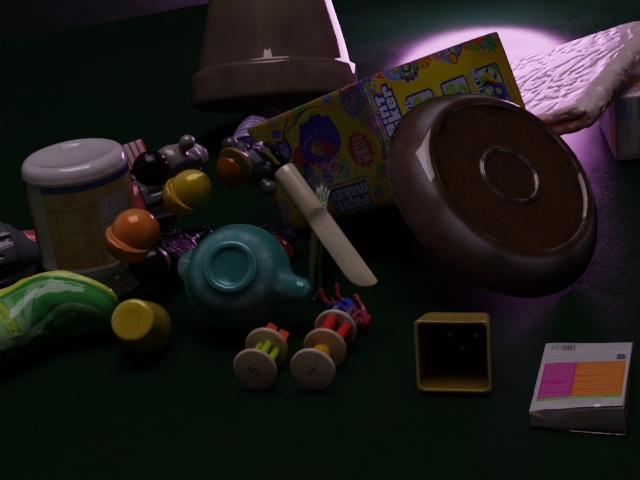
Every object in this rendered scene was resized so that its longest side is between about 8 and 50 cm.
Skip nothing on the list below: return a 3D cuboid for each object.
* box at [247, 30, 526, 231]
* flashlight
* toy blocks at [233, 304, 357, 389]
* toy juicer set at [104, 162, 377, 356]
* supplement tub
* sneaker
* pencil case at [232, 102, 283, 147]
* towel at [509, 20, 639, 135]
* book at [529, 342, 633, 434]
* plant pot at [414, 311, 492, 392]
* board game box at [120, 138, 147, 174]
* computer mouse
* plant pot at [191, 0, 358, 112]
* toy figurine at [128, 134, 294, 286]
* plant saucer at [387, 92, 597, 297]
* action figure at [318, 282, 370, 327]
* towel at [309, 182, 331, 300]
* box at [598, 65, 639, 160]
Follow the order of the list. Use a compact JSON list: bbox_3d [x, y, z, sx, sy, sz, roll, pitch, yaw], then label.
[{"bbox_3d":[0.102,-0.153,1.634,0.279,0.177,0.290,-25,7,-36],"label":"box"},{"bbox_3d":[-0.373,-0.021,1.667,0.304,0.103,0.103,-18,24,-25],"label":"flashlight"},{"bbox_3d":[-0.023,0.117,1.311,0.123,0.054,0.148,-1,22,17],"label":"toy blocks"},{"bbox_3d":[-0.110,0.008,1.380,0.329,0.209,0.089,-15,-17,3],"label":"toy juicer set"},{"bbox_3d":[-0.325,-0.028,1.544,0.144,0.199,0.144,-5,24,2],"label":"supplement tub"},{"bbox_3d":[-0.396,0.118,1.385,0.295,0.109,0.123,-9,49,-12],"label":"sneaker"},{"bbox_3d":[-0.111,-0.178,1.990,0.086,0.088,0.206,-45,11,24],"label":"pencil case"},{"bbox_3d":[0.375,-0.245,1.855,0.317,0.053,0.332,-13,26,43],"label":"towel"},{"bbox_3d":[0.277,0.150,1.179,0.096,0.035,0.144,-1,23,20],"label":"book"},{"bbox_3d":[0.152,0.117,1.237,0.081,0.081,0.083,-1,12,14],"label":"plant pot"},{"bbox_3d":[-0.365,-0.087,1.764,0.147,0.045,0.193,-22,-7,-29],"label":"board game box"},{"bbox_3d":[-0.139,0.003,1.639,0.242,0.041,0.071,1,15,34],"label":"computer mouse"},{"bbox_3d":[-0.093,-0.395,2.106,0.323,0.280,0.323,-4,2,0],"label":"plant pot"},{"bbox_3d":[-0.152,-0.036,1.498,0.213,0.209,0.148,6,13,26],"label":"toy figurine"},{"bbox_3d":[0.235,-0.073,1.434,0.311,0.050,0.310,12,57,-19],"label":"plant saucer"},{"bbox_3d":[0.033,0.084,1.406,0.038,0.030,0.115,-11,25,-22],"label":"action figure"},{"bbox_3d":[0.000,0.000,1.504,0.023,0.113,0.152,4,25,-3],"label":"towel"},{"bbox_3d":[0.529,-0.222,1.863,0.103,0.114,0.203,-5,24,7],"label":"box"}]
